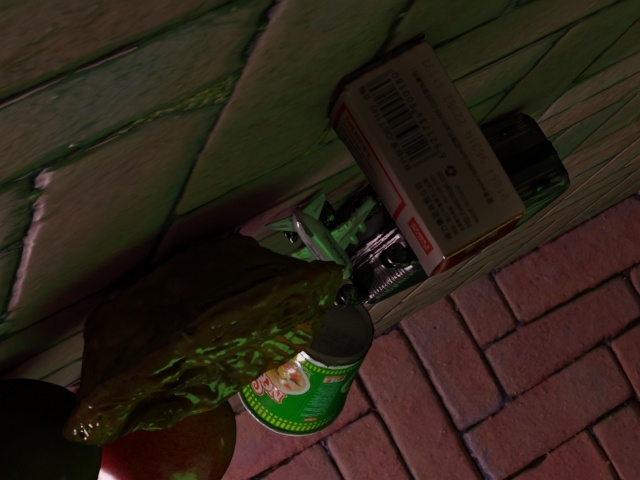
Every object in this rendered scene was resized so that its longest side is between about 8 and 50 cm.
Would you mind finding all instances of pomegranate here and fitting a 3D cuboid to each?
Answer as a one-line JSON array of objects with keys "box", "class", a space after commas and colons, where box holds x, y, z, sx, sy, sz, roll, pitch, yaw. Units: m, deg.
[{"box": [-0.215, 0.247, 2.141, 0.256, 0.221, 0.221, -56, 176, -11], "class": "pomegranate"}]

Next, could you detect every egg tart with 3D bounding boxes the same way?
[{"box": [-0.134, 0.092, 1.636, 0.352, 0.150, 0.352, -31, 171, -6], "class": "egg tart"}]

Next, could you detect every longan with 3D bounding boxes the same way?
[{"box": [-0.347, 0.252, 1.721, 0.220, 0.196, 0.196, -35, 173, -14], "class": "longan"}]

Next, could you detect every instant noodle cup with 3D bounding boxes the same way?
[{"box": [-0.014, 0.186, 2.564, 0.207, 0.207, 0.232, -26, 162, -30], "class": "instant noodle cup"}]

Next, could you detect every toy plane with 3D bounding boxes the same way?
[{"box": [0.000, 0.000, 1.811, 0.162, 0.065, 0.171, -29, 154, 7], "class": "toy plane"}]

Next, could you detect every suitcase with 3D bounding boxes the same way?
[{"box": [0.152, -0.035, 1.960, 0.312, 0.128, 0.202, -26, 171, -32], "class": "suitcase"}]

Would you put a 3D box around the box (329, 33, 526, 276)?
[{"box": [0.092, -0.069, 1.370, 0.099, 0.182, 0.133, -30, 175, -4], "class": "box"}]
